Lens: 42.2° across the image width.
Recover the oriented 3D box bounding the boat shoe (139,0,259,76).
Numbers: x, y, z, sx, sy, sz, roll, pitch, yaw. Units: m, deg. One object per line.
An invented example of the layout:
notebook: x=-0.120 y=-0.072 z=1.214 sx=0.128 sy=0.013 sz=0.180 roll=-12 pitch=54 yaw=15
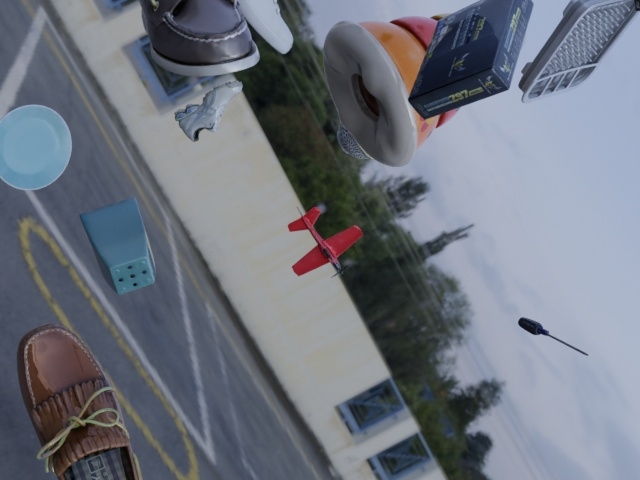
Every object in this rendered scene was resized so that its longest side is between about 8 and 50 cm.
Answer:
boat shoe: x=-0.156 y=-0.281 z=0.992 sx=0.324 sy=0.117 sz=0.096 roll=-126 pitch=-151 yaw=-55

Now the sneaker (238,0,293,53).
sneaker: x=-0.111 y=-0.468 z=1.463 sx=0.290 sy=0.123 sz=0.106 roll=53 pitch=9 yaw=-28

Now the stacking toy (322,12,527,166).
stacking toy: x=0.277 y=-0.415 z=1.910 sx=0.350 sy=0.480 sz=0.350 roll=55 pitch=-16 yaw=24

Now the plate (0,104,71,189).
plate: x=-0.627 y=-0.202 z=1.791 sx=0.024 sy=0.188 sz=0.188 roll=20 pitch=-32 yaw=41

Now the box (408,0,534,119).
box: x=0.268 y=-0.335 z=1.474 sx=0.059 sy=0.183 sz=0.232 roll=43 pitch=53 yaw=-30

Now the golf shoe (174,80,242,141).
golf shoe: x=-0.234 y=-0.284 z=1.831 sx=0.086 sy=0.176 sz=0.069 roll=62 pitch=22 yaw=5

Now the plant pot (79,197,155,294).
plant pot: x=-0.558 y=0.028 z=2.342 sx=0.234 sy=0.166 sz=0.165 roll=-124 pitch=-160 yaw=-45

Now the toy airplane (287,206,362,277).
toy airplane: x=0.000 y=0.000 z=1.533 sx=0.151 sy=0.151 sz=0.028 roll=63 pitch=7 yaw=-8

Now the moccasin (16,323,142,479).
moccasin: x=-0.348 y=0.305 z=1.223 sx=0.147 sy=0.139 sz=0.379 roll=-20 pitch=-95 yaw=67

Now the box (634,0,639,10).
box: x=0.735 y=-0.550 z=1.850 sx=0.067 sy=0.018 sz=0.083 roll=13 pitch=-32 yaw=38

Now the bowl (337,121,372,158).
bowl: x=0.100 y=-0.303 z=2.415 sx=0.170 sy=0.080 sz=0.170 roll=37 pitch=42 yaw=-44

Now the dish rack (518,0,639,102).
dish rack: x=0.646 y=-0.501 z=2.083 sx=0.072 sy=0.286 sz=0.332 roll=56 pitch=-36 yaw=21

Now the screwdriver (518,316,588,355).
screwdriver: x=0.403 y=0.165 z=1.430 sx=0.170 sy=0.025 sz=0.024 roll=22 pitch=-39 yaw=57
